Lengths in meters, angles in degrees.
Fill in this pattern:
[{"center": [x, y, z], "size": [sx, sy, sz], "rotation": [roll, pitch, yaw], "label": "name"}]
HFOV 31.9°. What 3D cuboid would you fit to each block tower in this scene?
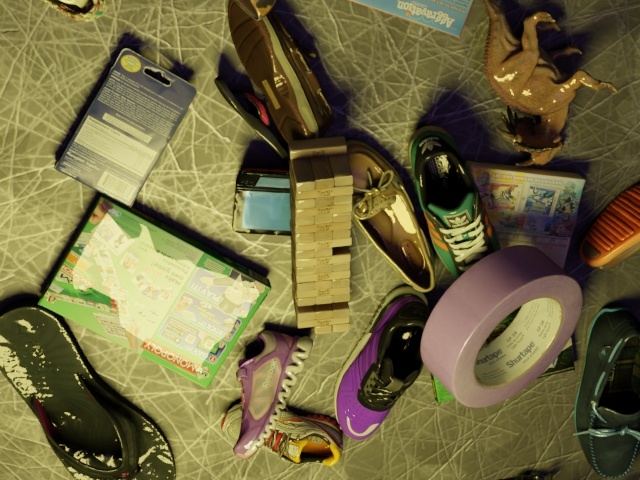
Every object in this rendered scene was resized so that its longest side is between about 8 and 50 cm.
[{"center": [0.000, 0.000, 1.789], "size": [0.091, 0.097, 0.335], "rotation": [-6, 128, -6], "label": "block tower"}]

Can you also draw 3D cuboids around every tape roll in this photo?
[{"center": [0.300, 0.143, 1.848], "size": [0.275, 0.090, 0.274], "rotation": [-24, 138, -24], "label": "tape roll"}]

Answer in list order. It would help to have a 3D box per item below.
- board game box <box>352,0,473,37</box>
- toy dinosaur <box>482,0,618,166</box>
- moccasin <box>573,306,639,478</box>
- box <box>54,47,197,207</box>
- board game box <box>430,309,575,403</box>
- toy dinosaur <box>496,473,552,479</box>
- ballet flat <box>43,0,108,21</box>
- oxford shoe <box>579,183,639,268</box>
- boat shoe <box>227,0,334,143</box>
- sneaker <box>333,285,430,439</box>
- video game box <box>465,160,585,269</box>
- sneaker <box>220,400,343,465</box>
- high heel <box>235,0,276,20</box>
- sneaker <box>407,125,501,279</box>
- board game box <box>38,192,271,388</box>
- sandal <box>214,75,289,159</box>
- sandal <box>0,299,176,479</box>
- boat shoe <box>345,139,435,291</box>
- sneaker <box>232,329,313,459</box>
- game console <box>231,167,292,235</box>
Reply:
[{"center": [0.112, -0.426, 1.734], "size": [0.281, 0.027, 0.145], "rotation": [16, 106, -14], "label": "board game box"}, {"center": [0.328, -0.249, 1.790], "size": [0.200, 0.127, 0.296], "rotation": [-42, 106, 15], "label": "toy dinosaur"}, {"center": [0.527, 0.292, 2.022], "size": [0.138, 0.117, 0.341], "rotation": [-10, 112, -5], "label": "moccasin"}, {"center": [-0.303, -0.178, 1.756], "size": [0.136, 0.036, 0.225], "rotation": [29, 105, -18], "label": "box"}, {"center": [0.321, 0.200, 2.004], "size": [0.260, 0.030, 0.136], "rotation": [-13, 114, -4], "label": "board game box"}, {"center": [0.425, 0.550, 2.115], "size": [0.322, 0.164, 0.218], "rotation": [-44, 127, -11], "label": "toy dinosaur"}, {"center": [-0.417, -0.400, 1.633], "size": [0.241, 0.077, 0.091], "rotation": [28, 105, -17], "label": "ballet flat"}, {"center": [0.614, -0.045, 1.907], "size": [0.364, 0.130, 0.132], "rotation": [-34, 118, 5], "label": "oxford shoe"}, {"center": [-0.057, -0.276, 1.745], "size": [0.095, 0.095, 0.257], "rotation": [-34, 109, -33], "label": "boat shoe"}, {"center": [0.108, 0.230, 1.917], "size": [0.102, 0.146, 0.293], "rotation": [18, 106, -15], "label": "sneaker"}, {"center": [0.329, -0.034, 1.906], "size": [0.205, 0.048, 0.187], "rotation": [6, 112, -10], "label": "video game box"}, {"center": [-0.063, 0.338, 1.960], "size": [0.225, 0.092, 0.088], "rotation": [12, 109, -12], "label": "sneaker"}, {"center": [-0.186, -0.413, 1.621], "size": [0.261, 0.093, 0.186], "rotation": [-1, 80, -15], "label": "high heel"}, {"center": [0.218, -0.033, 1.806], "size": [0.108, 0.121, 0.302], "rotation": [-23, 108, 10], "label": "sneaker"}, {"center": [-0.272, 0.085, 1.849], "size": [0.317, 0.046, 0.213], "rotation": [30, 103, -16], "label": "board game box"}, {"center": [-0.103, -0.201, 1.769], "size": [0.040, 0.067, 0.179], "rotation": [-44, 118, 1], "label": "sandal"}, {"center": [-0.407, 0.302, 1.884], "size": [0.168, 0.107, 0.445], "rotation": [-34, 112, 5], "label": "sandal"}, {"center": [0.112, -0.041, 1.845], "size": [0.105, 0.089, 0.285], "rotation": [-35, 111, 5], "label": "boat shoe"}, {"center": [-0.104, 0.252, 1.894], "size": [0.105, 0.095, 0.236], "rotation": [26, 70, -5], "label": "sneaker"}, {"center": [-0.065, -0.061, 1.814], "size": [0.144, 0.124, 0.085], "rotation": [3, 79, -10], "label": "game console"}]
